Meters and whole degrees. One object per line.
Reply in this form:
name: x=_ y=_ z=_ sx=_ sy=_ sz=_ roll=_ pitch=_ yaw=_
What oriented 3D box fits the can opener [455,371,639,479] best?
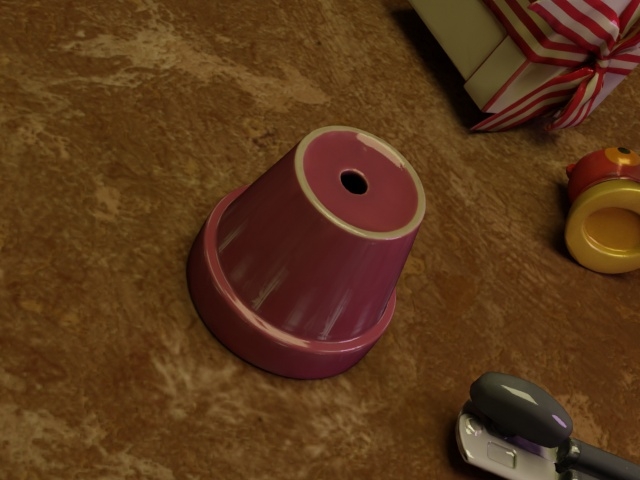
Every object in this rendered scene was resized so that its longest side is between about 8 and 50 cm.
can opener: x=0.253 y=0.219 z=1.129 sx=0.280 sy=0.093 sz=0.074 roll=27 pitch=44 yaw=-14

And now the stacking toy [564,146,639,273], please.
stacking toy: x=0.457 y=-0.072 z=1.365 sx=0.308 sy=0.280 sz=0.130 roll=20 pitch=35 yaw=-13

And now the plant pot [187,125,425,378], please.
plant pot: x=0.000 y=0.000 z=1.095 sx=0.201 sy=0.180 sz=0.201 roll=16 pitch=48 yaw=-19

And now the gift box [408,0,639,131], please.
gift box: x=0.265 y=-0.287 z=1.444 sx=0.276 sy=0.255 sz=0.258 roll=-8 pitch=56 yaw=-42
